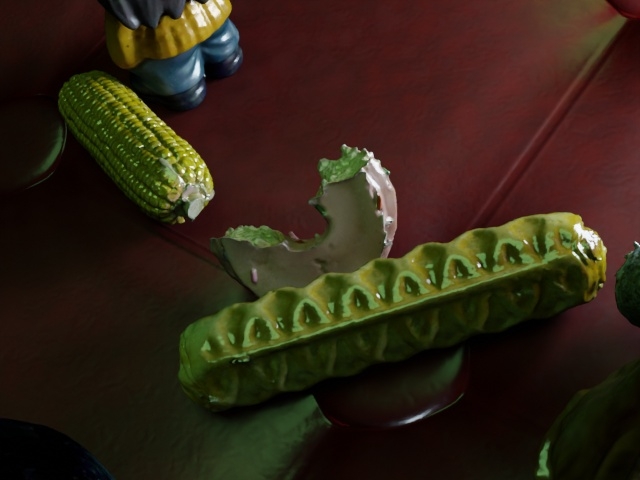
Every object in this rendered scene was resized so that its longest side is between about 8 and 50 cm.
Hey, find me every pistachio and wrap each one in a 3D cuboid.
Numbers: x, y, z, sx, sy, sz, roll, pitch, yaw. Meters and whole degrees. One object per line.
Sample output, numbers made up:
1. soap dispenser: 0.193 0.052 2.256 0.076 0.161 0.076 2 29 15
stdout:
1. pistachio: 0.232 0.139 0.762 0.130 0.165 0.210 45 119 18

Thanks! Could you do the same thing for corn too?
1. corn: -0.182 -0.093 1.097 0.080 0.080 0.238 -37 52 -11

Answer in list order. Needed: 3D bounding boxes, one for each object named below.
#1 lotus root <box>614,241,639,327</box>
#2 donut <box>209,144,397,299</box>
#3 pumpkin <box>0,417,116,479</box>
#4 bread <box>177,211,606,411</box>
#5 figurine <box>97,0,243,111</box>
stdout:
1. lotus root: 0.377 0.050 0.786 0.349 0.175 0.175 0 56 28
2. donut: 0.000 0.000 0.970 0.166 0.117 0.065 -27 19 11
3. pumpkin: -0.252 0.280 0.767 0.315 0.238 0.315 -24 34 17
4. bread: 0.057 0.058 0.925 0.367 0.077 0.084 -17 64 5
5. figurine: -0.156 -0.266 1.048 0.185 0.332 0.204 -46 42 -19
